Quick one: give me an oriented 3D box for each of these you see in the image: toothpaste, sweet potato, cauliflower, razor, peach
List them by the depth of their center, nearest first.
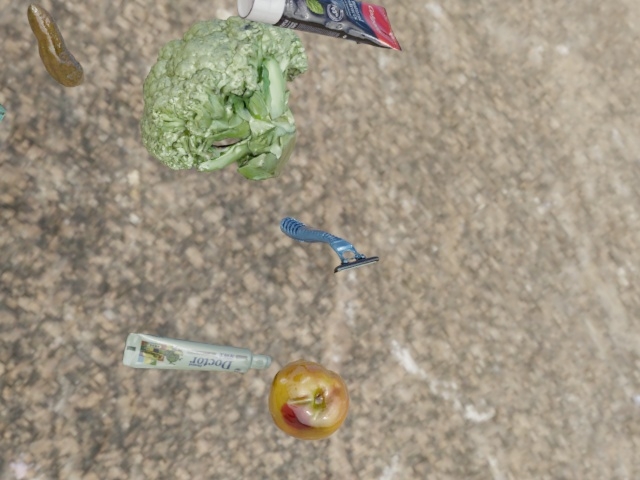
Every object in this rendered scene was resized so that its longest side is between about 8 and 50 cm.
[{"bbox_3d":[0.002,-0.252,1.135,0.194,0.045,0.071,5,53,-30],"label":"toothpaste"},{"bbox_3d":[-0.130,-0.199,1.515,0.250,0.275,0.272,51,8,-7],"label":"cauliflower"},{"bbox_3d":[-0.425,-0.303,1.649,0.054,0.182,0.053,-37,54,-14],"label":"sweet potato"},{"bbox_3d":[-0.024,0.267,1.710,0.138,0.138,0.138,23,47,-27],"label":"peach"},{"bbox_3d":[-0.209,0.199,1.764,0.256,0.067,0.037,8,24,-18],"label":"toothpaste"},{"bbox_3d":[0.000,0.000,1.768,0.082,0.253,0.042,-14,110,-26],"label":"razor"}]

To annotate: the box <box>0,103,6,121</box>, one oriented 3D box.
[{"bbox_3d":[-0.513,-0.101,1.260,0.161,0.226,0.042,23,15,-43],"label":"box"}]
